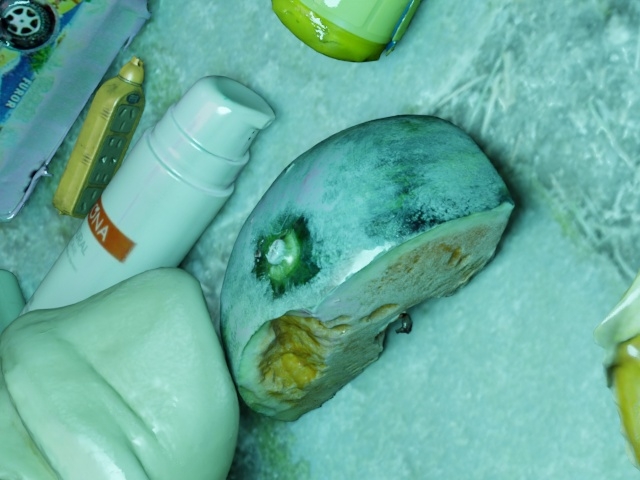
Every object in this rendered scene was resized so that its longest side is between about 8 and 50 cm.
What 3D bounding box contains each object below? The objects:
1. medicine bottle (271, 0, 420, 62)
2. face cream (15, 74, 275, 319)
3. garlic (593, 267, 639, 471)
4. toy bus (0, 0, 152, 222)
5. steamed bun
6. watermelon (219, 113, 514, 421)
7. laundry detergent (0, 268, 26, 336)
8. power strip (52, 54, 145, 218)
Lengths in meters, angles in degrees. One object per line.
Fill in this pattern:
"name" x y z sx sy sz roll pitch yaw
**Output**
"medicine bottle" 0.054 -0.263 1.612 0.124 0.124 0.239 45 114 34
"face cream" -0.167 -0.011 1.781 0.345 0.102 0.102 -53 55 23
"garlic" 0.347 0.089 1.265 0.313 0.249 0.286 32 90 18
"toy bus" -0.293 -0.161 1.878 0.317 0.138 0.112 -55 25 24
"steamed bun" -0.221 0.221 1.647 0.367 0.255 0.342 127 133 -59
"watermelon" -0.004 0.000 1.592 0.322 0.175 0.188 -45 60 27
"laundry detergent" -0.364 0.185 1.926 0.215 0.105 0.280 -23 72 36
"power strip" -0.210 -0.099 1.861 0.028 0.049 0.178 33 106 32
